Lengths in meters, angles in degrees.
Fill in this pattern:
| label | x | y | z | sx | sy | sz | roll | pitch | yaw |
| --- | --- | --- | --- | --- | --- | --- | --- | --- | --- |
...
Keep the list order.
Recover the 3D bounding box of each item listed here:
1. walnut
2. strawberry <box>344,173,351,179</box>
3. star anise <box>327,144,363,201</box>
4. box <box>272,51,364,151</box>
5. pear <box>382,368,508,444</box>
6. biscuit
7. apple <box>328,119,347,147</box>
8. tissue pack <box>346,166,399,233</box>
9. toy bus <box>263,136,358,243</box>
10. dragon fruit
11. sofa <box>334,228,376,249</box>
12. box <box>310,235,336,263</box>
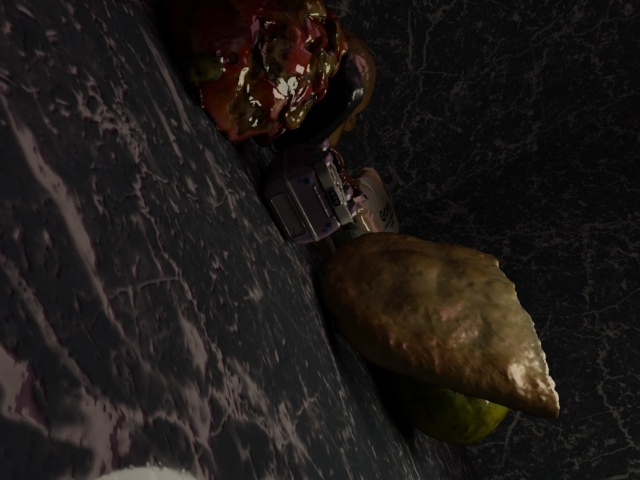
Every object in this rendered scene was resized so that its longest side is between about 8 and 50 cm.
| label | x | y | z | sx | sy | sz | roll | pitch | yaw |
| --- | --- | --- | --- | --- | --- | --- | --- | --- | --- |
| walnut | 0.018 | -0.552 | 1.915 | 0.383 | 0.384 | 0.383 | 62 | 8 | -16 |
| strawberry | 0.046 | -0.180 | 1.812 | 0.187 | 0.082 | 0.146 | 22 | -21 | 39 |
| star anise | 0.033 | -0.177 | 1.670 | 0.190 | 0.126 | 0.220 | -44 | 123 | -36 |
| box | -0.068 | -0.375 | 1.206 | 0.350 | 0.091 | 0.359 | 61 | -28 | 1 |
| pear | 0.308 | 0.286 | 1.309 | 0.413 | 0.352 | 0.351 | 32 | 33 | -83 |
| biscuit | 0.221 | 0.115 | 1.112 | 0.429 | 0.447 | 0.103 | -75 | -179 | -54 |
| apple | -0.015 | -0.354 | 1.697 | 0.174 | 0.188 | 0.188 | 22 | 13 | -2 |
| tissue pack | 0.181 | -0.080 | 2.195 | 0.389 | 0.195 | 0.375 | 62 | 21 | -18 |
| toy bus | -0.023 | -0.099 | 1.054 | 0.141 | 0.142 | 0.202 | 61 | 9 | -24 |
| dragon fruit | -0.093 | -0.349 | 0.955 | 0.296 | 0.263 | 0.314 | 51 | 16 | -58 |
| sofa | 0.131 | 0.091 | 1.693 | 0.226 | 0.176 | 0.210 | 7 | 52 | -46 |
| box | 0.000 | 0.000 | 1.274 | 0.105 | 0.037 | 0.105 | 63 | 8 | -17 |
